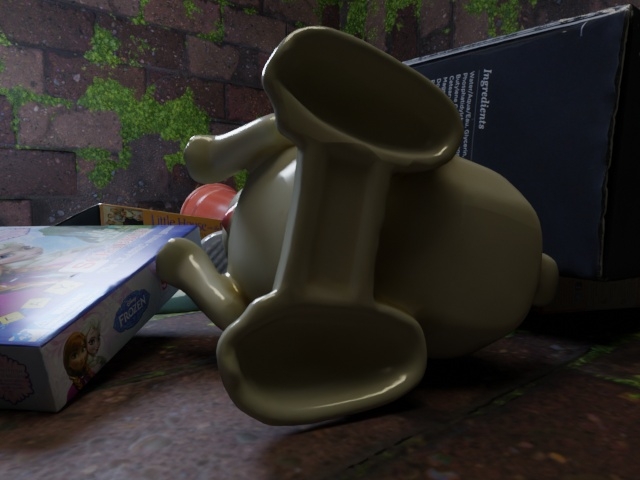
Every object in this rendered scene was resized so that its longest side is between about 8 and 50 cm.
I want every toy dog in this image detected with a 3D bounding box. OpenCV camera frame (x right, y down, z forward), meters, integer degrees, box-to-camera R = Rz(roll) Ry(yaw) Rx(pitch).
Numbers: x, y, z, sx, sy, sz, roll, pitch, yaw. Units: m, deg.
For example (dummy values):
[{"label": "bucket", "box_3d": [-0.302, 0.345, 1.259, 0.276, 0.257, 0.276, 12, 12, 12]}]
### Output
[{"label": "toy dog", "box_3d": [0.017, -0.014, 0.551, 0.396, 0.284, 0.408, 1, 1, -23]}]

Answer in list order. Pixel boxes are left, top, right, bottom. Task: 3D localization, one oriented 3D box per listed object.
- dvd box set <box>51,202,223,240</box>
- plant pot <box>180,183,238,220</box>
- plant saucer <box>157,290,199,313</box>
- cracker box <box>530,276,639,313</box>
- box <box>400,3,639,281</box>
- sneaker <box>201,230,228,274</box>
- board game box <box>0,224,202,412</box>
[{"label": "dvd box set", "box_3d": [-0.390, 0.008, 1.078, 0.308, 0.062, 0.421, -17, -14, 34]}, {"label": "plant pot", "box_3d": [-0.305, -0.051, 1.610, 0.273, 0.271, 0.265, -4, 13, -39]}, {"label": "plant saucer", "box_3d": [-0.286, 0.086, 0.880, 0.318, 0.043, 0.317, -1, 3, 0]}, {"label": "cracker box", "box_3d": [0.413, 0.068, 0.770, 0.233, 0.067, 0.156, -2, 5, -12]}, {"label": "box", "box_3d": [0.338, -0.122, 0.779, 0.481, 0.296, 0.472, -1, 5, -36]}, {"label": "sneaker", "box_3d": [-0.080, 0.046, 0.846, 0.322, 0.126, 0.128, 9, 2, -31]}, {"label": "board game box", "box_3d": [-0.341, 0.057, 0.523, 0.319, 0.065, 0.318, -1, 18, 8]}]
